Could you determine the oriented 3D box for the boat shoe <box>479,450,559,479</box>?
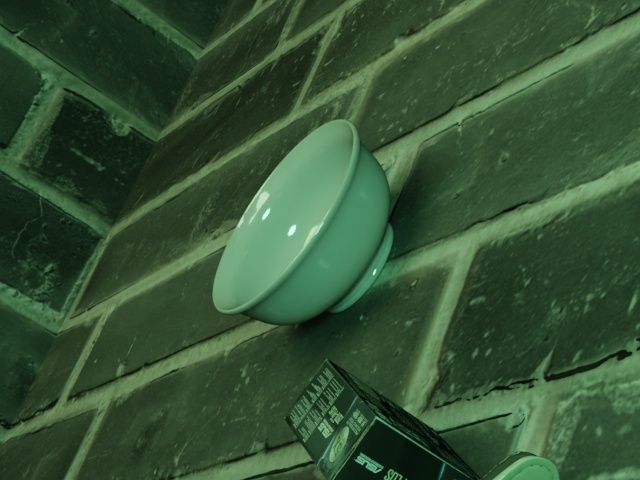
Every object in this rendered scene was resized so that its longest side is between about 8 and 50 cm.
[{"bbox_3d":[0.122,0.272,1.317,0.228,0.081,0.069,-56,24,6],"label":"boat shoe"}]

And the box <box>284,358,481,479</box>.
[{"bbox_3d":[0.062,0.207,1.461,0.077,0.147,0.180,-54,20,2],"label":"box"}]

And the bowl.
[{"bbox_3d":[0.000,0.000,1.950,0.298,0.134,0.298,-47,22,25],"label":"bowl"}]
